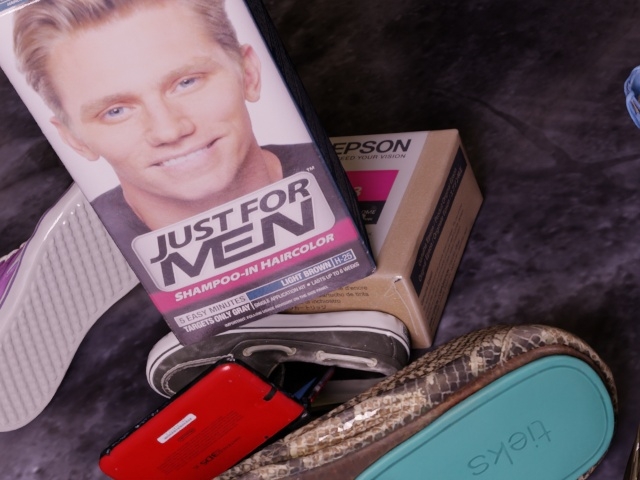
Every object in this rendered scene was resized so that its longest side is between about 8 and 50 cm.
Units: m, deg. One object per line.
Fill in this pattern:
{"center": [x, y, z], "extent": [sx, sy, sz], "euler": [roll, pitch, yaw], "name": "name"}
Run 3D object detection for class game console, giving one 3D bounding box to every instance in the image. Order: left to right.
{"center": [-0.075, 0.129, 1.224], "extent": [0.144, 0.124, 0.085], "euler": [-39, 34, 23], "name": "game console"}

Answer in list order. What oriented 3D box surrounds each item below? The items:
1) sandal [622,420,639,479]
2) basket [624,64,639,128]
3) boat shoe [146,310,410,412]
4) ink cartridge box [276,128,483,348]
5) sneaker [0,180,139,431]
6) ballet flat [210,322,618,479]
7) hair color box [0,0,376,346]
{"center": [0.249, 0.134, 1.142], "extent": [0.060, 0.090, 0.219], "euler": [15, 39, 10], "name": "sandal"}
{"center": [0.340, -0.117, 1.219], "extent": [0.201, 0.289, 0.255], "euler": [-32, 40, -6], "name": "basket"}
{"center": [-0.039, 0.104, 1.311], "extent": [0.219, 0.078, 0.070], "euler": [-8, 37, 15], "name": "boat shoe"}
{"center": [0.000, 0.000, 1.415], "extent": [0.234, 0.088, 0.193], "euler": [-3, 41, 25], "name": "ink cartridge box"}
{"center": [-0.236, 0.013, 1.441], "extent": [0.282, 0.102, 0.161], "euler": [-51, 31, 5], "name": "sneaker"}
{"center": [-0.016, 0.203, 1.138], "extent": [0.482, 0.164, 0.182], "euler": [-30, 15, -19], "name": "ballet flat"}
{"center": [-0.099, -0.089, 1.215], "extent": [0.174, 0.347, 0.105], "euler": [-22, 42, 7], "name": "hair color box"}
